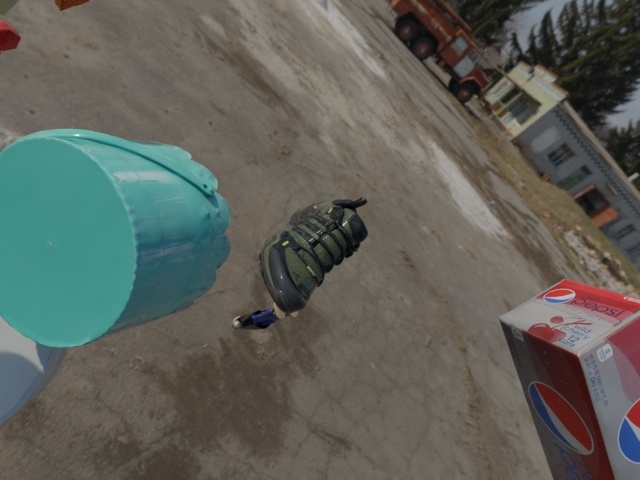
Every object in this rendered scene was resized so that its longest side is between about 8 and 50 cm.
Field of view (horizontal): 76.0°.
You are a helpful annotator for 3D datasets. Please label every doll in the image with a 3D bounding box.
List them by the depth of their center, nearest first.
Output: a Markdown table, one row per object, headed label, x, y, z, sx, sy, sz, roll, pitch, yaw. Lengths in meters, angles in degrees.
| label | x | y | z | sx | sy | sz | roll | pitch | yaw |
| --- | --- | --- | --- | --- | --- | --- | --- | --- | --- |
| doll | -0.129 | 0.171 | 0.895 | 0.129 | 0.188 | 0.046 | 4 | 68 | -48 |

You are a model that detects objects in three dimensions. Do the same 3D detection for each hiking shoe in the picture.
| label | x | y | z | sx | sy | sz | roll | pitch | yaw |
| --- | --- | --- | --- | --- | --- | --- | --- | --- | --- |
| hiking shoe | 0.000 | 0.000 | 0.537 | 0.086 | 0.114 | 0.227 | 55 | 29 | -22 |

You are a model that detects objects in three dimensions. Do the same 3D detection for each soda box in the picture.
| label | x | y | z | sx | sy | sz | roll | pitch | yaw |
| --- | --- | --- | --- | --- | --- | --- | --- | --- | --- |
| soda box | 0.257 | 0.173 | 0.367 | 0.264 | 0.083 | 0.092 | 66 | -11 | -14 |

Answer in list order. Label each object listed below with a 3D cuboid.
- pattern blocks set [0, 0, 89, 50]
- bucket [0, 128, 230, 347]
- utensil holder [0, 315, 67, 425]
| label | x | y | z | sx | sy | sz | roll | pitch | yaw |
| --- | --- | --- | --- | --- | --- | --- | --- | --- | --- |
| pattern blocks set | -0.399 | -0.351 | 0.479 | 0.026 | 0.324 | 0.285 | 60 | 8 | 3 |
| bucket | -0.281 | -0.007 | 0.540 | 0.281 | 0.281 | 0.183 | 51 | 16 | 5 |
| utensil holder | -0.596 | 0.157 | 0.661 | 0.327 | 0.385 | 0.328 | 9 | 72 | -29 |
